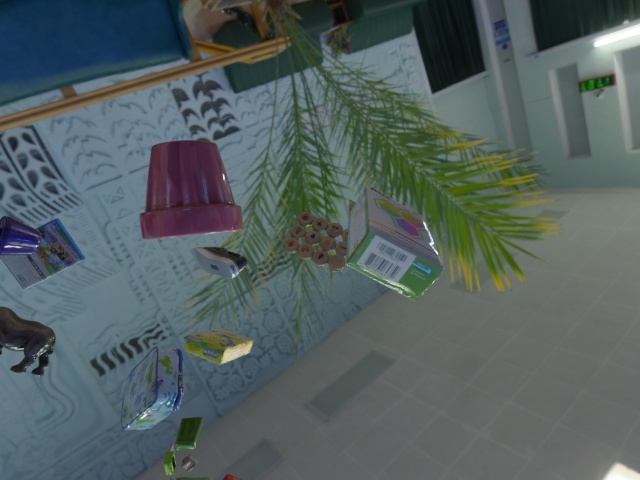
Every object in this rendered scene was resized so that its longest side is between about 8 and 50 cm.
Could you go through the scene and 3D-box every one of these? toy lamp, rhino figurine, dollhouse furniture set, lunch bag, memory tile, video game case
[{"bbox_3d":[-0.651,-0.027,0.720,0.080,0.080,0.274,-5,163,43],"label":"toy lamp"},{"bbox_3d":[-0.711,0.206,0.916,0.107,0.243,0.073,-65,-174,-13],"label":"rhino figurine"},{"bbox_3d":[-0.234,0.401,0.744,0.075,0.152,0.059,-3,-161,-3],"label":"dollhouse furniture set"},{"bbox_3d":[-0.450,0.394,1.106,0.219,0.090,0.176,-42,-135,29],"label":"lunch bag"},{"bbox_3d":[0.000,0.000,0.894,0.147,0.012,0.113,21,-117,15],"label":"memory tile"},{"bbox_3d":[-0.694,0.034,1.023,0.166,0.119,0.015,-27,-165,-2],"label":"video game case"}]

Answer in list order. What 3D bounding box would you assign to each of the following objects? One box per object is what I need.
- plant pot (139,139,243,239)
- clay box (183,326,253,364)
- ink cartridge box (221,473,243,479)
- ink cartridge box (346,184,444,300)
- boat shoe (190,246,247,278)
[{"bbox_3d":[-0.264,-0.100,0.830,0.201,0.181,0.201,-5,-176,0],"label":"plant pot"},{"bbox_3d":[-0.312,0.320,1.255,0.127,0.053,0.222,16,-179,17],"label":"clay box"},{"bbox_3d":[-0.143,0.543,0.790,0.063,0.109,0.150,-49,-155,-4],"label":"ink cartridge box"},{"bbox_3d":[0.100,-0.016,0.601,0.062,0.108,0.209,-57,-169,26],"label":"ink cartridge box"},{"bbox_3d":[-0.299,0.051,1.221,0.228,0.080,0.076,9,-146,44],"label":"boat shoe"}]
